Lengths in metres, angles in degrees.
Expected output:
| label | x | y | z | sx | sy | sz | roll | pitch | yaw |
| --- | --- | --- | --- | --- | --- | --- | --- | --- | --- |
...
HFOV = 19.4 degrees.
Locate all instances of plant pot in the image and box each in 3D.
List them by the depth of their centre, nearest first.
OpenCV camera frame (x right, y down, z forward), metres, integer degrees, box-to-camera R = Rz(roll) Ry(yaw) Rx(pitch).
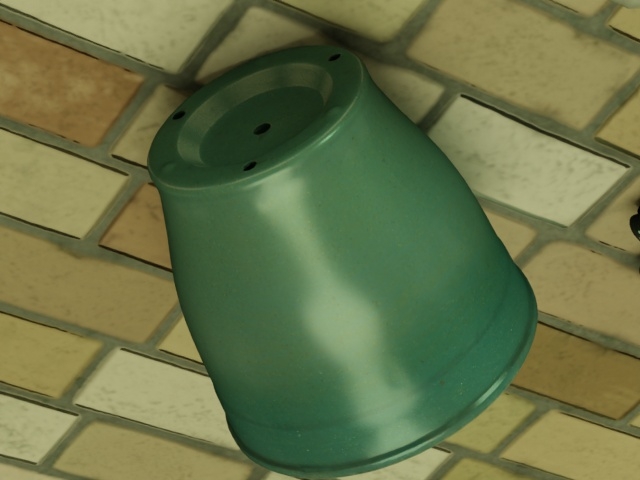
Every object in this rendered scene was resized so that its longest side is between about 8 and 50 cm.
| label | x | y | z | sx | sy | sz | roll | pitch | yaw |
| --- | --- | --- | --- | --- | --- | --- | --- | --- | --- |
| plant pot | 0.000 | 0.000 | 1.457 | 0.271 | 0.272 | 0.255 | -20 | 122 | 11 |

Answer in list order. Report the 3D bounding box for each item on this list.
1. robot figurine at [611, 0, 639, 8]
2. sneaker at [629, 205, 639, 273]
| label | x | y | z | sx | sy | sz | roll | pitch | yaw |
| --- | --- | --- | --- | --- | --- | --- | --- | --- | --- |
| robot figurine | 0.164 | -0.311 | 1.178 | 0.300 | 0.200 | 0.353 | -46 | 140 | -19 |
| sneaker | 0.316 | -0.019 | 1.606 | 0.097 | 0.084 | 0.235 | -6 | 137 | -1 |
